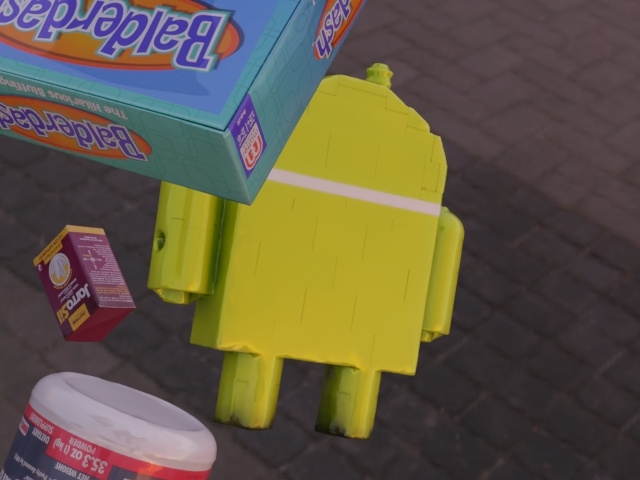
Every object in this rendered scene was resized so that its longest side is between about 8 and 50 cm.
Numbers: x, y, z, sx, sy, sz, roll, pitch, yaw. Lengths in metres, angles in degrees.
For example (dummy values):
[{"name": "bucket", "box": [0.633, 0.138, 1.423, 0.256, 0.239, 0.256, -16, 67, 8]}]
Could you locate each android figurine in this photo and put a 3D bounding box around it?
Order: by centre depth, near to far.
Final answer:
[{"name": "android figurine", "box": [0.000, 0.000, 0.939, 0.248, 0.272, 0.056, 9, -4, -31]}]

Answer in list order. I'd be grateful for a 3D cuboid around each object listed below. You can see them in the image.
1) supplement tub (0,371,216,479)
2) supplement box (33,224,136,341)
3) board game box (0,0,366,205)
[{"name": "supplement tub", "box": [-0.231, 0.282, 1.297, 0.191, 0.272, 0.191, 21, 0, 0]}, {"name": "supplement box", "box": [-0.199, 0.036, 1.119, 0.043, 0.055, 0.083, 6, 49, -51]}, {"name": "board game box", "box": [-0.056, -0.126, 0.539, 0.160, 0.047, 0.210, 17, 61, 21]}]
